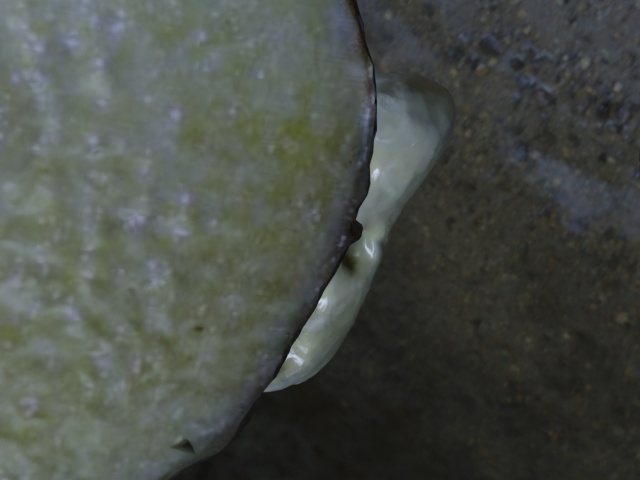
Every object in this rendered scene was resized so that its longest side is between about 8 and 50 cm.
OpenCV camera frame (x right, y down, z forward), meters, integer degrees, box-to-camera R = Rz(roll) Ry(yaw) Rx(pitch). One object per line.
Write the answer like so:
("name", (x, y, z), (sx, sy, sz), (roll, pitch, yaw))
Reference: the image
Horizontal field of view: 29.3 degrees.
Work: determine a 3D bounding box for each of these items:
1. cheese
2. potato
("cheese", (0.000, 0.000, 1.337), (0.351, 0.129, 0.328), (-18, 117, -6))
("potato", (-0.194, -0.099, 0.723), (0.319, 0.385, 0.442), (50, 126, 58))
